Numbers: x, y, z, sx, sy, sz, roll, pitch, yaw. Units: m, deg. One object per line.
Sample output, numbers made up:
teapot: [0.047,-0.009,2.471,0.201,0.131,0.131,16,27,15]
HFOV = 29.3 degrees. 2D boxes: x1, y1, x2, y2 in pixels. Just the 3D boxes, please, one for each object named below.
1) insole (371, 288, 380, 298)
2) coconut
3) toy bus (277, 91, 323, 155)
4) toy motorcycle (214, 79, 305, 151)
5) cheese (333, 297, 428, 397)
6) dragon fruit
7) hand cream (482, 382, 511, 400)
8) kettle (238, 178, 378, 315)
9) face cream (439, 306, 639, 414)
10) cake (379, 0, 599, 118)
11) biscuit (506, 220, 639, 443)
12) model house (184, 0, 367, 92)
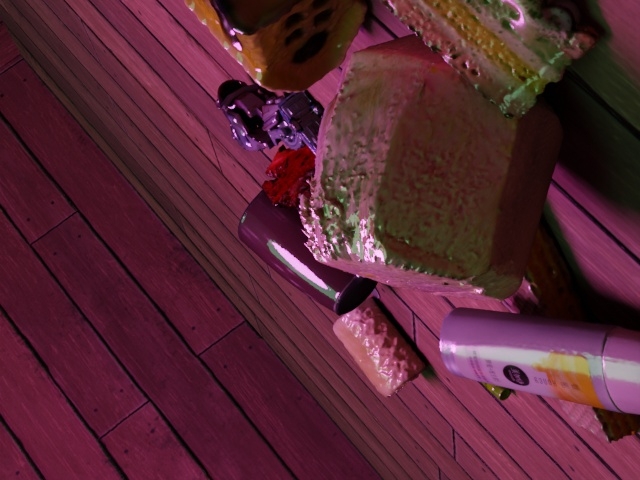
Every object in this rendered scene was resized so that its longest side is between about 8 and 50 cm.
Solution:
insole: [0.037,0.010,2.133,0.232,0.003,0.080,56,167,-14]
coconut: [0.102,-0.079,1.145,0.233,0.245,0.233,11,174,1]
toy bus: [0.003,-0.142,1.738,0.153,0.051,0.061,50,173,13]
toy motorcycle: [-0.092,-0.196,1.884,0.213,0.082,0.122,6,132,58]
cheese: [0.103,0.192,2.181,0.167,0.094,0.123,52,169,7]
dragon fruit: [-0.030,-0.085,1.878,0.092,0.122,0.192,42,171,-26]
hand cream: [0.245,0.201,1.859,0.122,0.023,0.036,45,166,47]
kettle: [0.000,0.000,2.005,0.232,0.144,0.202,41,133,22]
face cream: [0.256,0.126,1.306,0.269,0.073,0.107,7,140,42]
cake: [0.123,-0.216,1.007,0.225,0.090,0.109,41,130,-10]
biscuit: [0.264,0.087,1.397,0.378,0.054,0.094,59,167,-26]
model house: [-0.053,-0.283,1.344,0.193,0.175,0.234,48,177,19]
